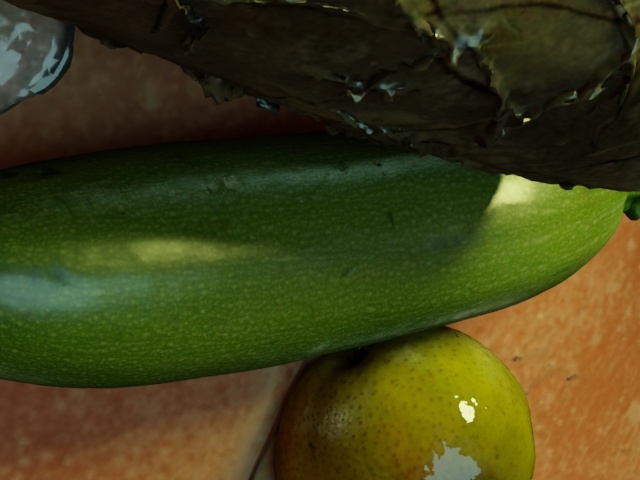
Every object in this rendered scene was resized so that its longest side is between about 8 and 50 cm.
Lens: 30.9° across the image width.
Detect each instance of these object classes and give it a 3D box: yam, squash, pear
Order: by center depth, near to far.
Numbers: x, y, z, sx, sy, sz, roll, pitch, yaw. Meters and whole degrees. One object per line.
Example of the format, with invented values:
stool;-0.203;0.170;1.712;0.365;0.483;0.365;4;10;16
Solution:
yam;0.038;-0.156;0.416;0.348;0.241;0.241;10;103;-37
squash;0.000;0.000;0.536;0.394;0.107;0.107;-10;112;-29
pear;0.053;0.117;0.612;0.141;0.104;0.141;-7;107;-25

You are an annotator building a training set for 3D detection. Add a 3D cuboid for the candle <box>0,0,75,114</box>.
candle;-0.196;-0.101;0.416;0.168;0.068;0.192;-47;121;-10
